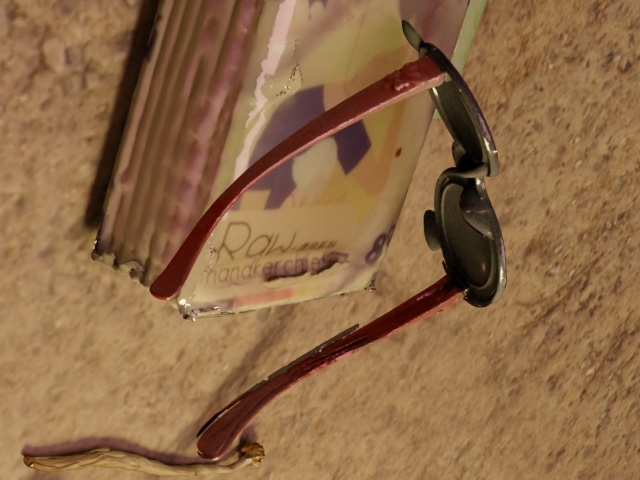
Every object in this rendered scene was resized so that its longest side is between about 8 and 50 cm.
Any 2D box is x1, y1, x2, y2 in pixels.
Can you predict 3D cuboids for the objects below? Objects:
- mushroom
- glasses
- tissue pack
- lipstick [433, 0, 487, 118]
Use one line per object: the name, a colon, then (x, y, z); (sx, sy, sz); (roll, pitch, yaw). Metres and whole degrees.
mushroom: (-0.133, 0.177, 1.306); (0.286, 0.026, 0.028); (7, 91, -54)
glasses: (0.000, 0.000, 1.124); (0.268, 0.118, 0.234); (-26, 141, -15)
tissue pack: (-0.012, -0.122, 1.164); (0.242, 0.125, 0.343); (-7, 120, -54)
lipstick: (0.114, -0.248, 1.295); (0.076, 0.076, 0.304); (-4, 115, -53)
